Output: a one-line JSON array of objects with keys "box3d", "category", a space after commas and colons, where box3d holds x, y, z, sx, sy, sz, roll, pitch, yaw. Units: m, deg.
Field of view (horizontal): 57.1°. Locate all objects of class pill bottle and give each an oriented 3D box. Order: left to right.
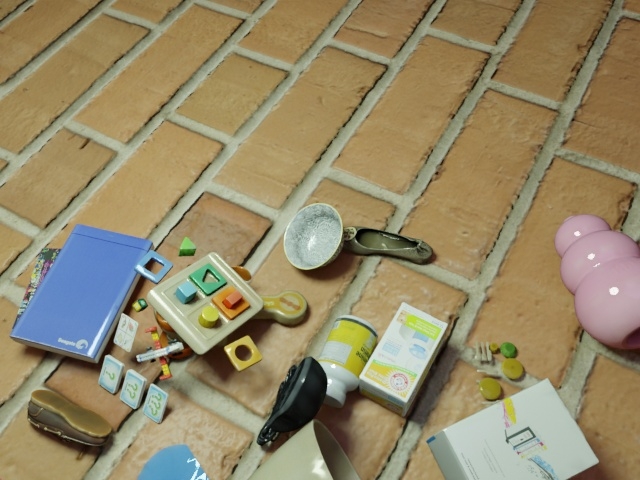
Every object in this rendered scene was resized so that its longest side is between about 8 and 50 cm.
[{"box3d": [0.049, 0.262, 1.278, 0.103, 0.103, 0.184, 18, 60, 15], "category": "pill bottle"}]

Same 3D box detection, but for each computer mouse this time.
[{"box3d": [-0.040, 0.313, 1.170, 0.072, 0.272, 0.188, 28, 59, -2], "category": "computer mouse"}]

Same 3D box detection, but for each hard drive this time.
[{"box3d": [-0.559, 0.116, 1.402, 0.210, 0.040, 0.319, 12, 58, 8], "category": "hard drive"}]

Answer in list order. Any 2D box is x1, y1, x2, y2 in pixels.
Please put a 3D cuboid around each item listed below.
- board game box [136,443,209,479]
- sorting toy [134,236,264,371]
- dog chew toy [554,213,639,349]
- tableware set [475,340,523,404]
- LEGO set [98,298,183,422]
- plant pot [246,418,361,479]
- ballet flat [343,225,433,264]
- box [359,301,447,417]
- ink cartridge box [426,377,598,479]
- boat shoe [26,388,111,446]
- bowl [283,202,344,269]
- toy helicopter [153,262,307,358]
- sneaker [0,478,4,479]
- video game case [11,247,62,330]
[{"box3d": [-0.292, 0.503, 1.188, 0.133, 0.033, 0.168, -38, 57, -14], "category": "board game box"}, {"box3d": [-0.241, 0.125, 1.271, 0.347, 0.047, 0.196, 44, 50, 11], "category": "sorting toy"}, {"box3d": [0.638, 0.073, 1.314, 0.206, 0.207, 0.332, -12, 49, -4], "category": "dog chew toy"}, {"box3d": [0.391, 0.292, 1.286, 0.104, 0.024, 0.154, 2, 56, 1], "category": "tableware set"}, {"box3d": [-0.390, 0.254, 1.255, 0.182, 0.060, 0.244, 27, 106, 19], "category": "LEGO set"}, {"box3d": [-0.062, 0.509, 1.062, 0.274, 0.256, 0.256, -32, 59, 0], "category": "plant pot"}, {"box3d": [0.157, 0.003, 1.468, 0.249, 0.058, 0.084, 14, 58, 13], "category": "ballet flat"}, {"box3d": [0.179, 0.258, 1.272, 0.114, 0.103, 0.203, 26, 62, 20], "category": "box"}, {"box3d": [0.354, 0.399, 1.116, 0.232, 0.171, 0.168, -21, 67, -11], "category": "ink cartridge box"}, {"box3d": [-0.540, 0.392, 1.260, 0.207, 0.073, 0.073, 20, 98, 20], "category": "boat shoe"}, {"box3d": [0.000, 0.000, 1.453, 0.170, 0.080, 0.170, -13, 65, 29], "category": "bowl"}, {"box3d": [-0.209, 0.142, 1.385, 0.355, 0.140, 0.235, 2, 47, -8], "category": "toy helicopter"}, {"box3d": [-0.698, 0.478, 1.200, 0.221, 0.087, 0.128, -3, 58, 0], "category": "sneaker"}, {"box3d": [-0.615, 0.126, 1.449, 0.210, 0.042, 0.232, 1, 57, 3], "category": "video game case"}]
